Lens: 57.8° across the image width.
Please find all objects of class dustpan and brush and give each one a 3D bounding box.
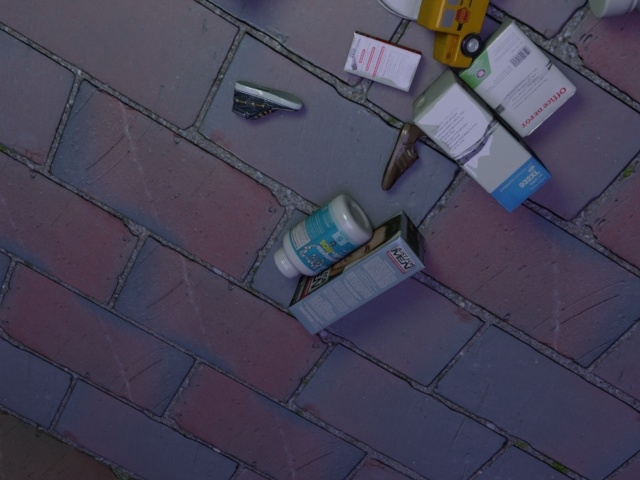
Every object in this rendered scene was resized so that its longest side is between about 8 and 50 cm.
[{"bbox_3d":[0.144,-0.600,1.323,0.211,0.060,0.147,11,116,-4],"label":"dustpan and brush"}]

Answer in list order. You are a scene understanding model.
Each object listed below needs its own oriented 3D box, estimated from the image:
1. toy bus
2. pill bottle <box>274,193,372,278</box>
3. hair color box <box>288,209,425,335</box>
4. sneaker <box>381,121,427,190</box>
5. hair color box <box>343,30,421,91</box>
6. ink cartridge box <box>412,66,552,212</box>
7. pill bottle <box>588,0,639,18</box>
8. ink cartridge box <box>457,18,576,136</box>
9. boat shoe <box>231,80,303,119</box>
[{"bbox_3d":[0.305,-0.556,1.260,0.130,0.108,0.333,3,118,-17],"label":"toy bus"},{"bbox_3d":[0.000,0.000,1.577,0.264,0.146,0.146,-35,106,23],"label":"pill bottle"},{"bbox_3d":[0.100,0.088,1.581,0.374,0.185,0.113,-34,105,22],"label":"hair color box"},{"bbox_3d":[0.214,-0.205,1.489,0.071,0.066,0.188,19,117,-1],"label":"sneaker"},{"bbox_3d":[0.149,-0.433,1.398,0.167,0.053,0.093,18,118,-1],"label":"hair color box"},{"bbox_3d":[0.369,-0.242,1.358,0.307,0.223,0.129,41,114,-11],"label":"ink cartridge box"},{"bbox_3d":[0.741,-0.568,1.154,0.361,0.204,0.204,-7,114,13],"label":"pill bottle"},{"bbox_3d":[0.455,-0.377,1.353,0.219,0.092,0.160,41,115,-11],"label":"ink cartridge box"},{"bbox_3d":[-0.137,-0.344,1.484,0.183,0.065,0.083,19,118,7],"label":"boat shoe"}]
